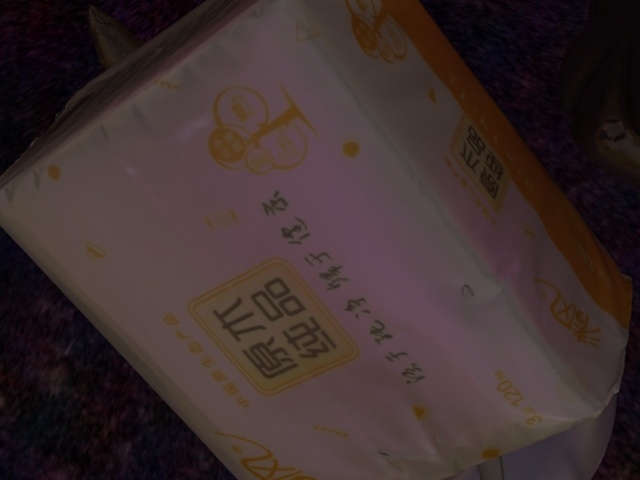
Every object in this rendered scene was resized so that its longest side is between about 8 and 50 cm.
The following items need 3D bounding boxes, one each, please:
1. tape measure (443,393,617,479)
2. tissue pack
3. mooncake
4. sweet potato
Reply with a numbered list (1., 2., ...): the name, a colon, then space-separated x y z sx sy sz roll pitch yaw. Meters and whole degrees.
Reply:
1. tape measure: 0.094 0.104 0.815 0.105 0.196 0.178 37 88 -24
2. tissue pack: 0.000 0.000 0.572 0.185 0.124 0.225 -28 111 32
3. mooncake: 0.298 -0.153 1.040 0.133 0.245 0.245 21 102 -19
4. sweet potato: -0.185 -0.163 1.808 0.130 0.130 0.423 -42 97 7
